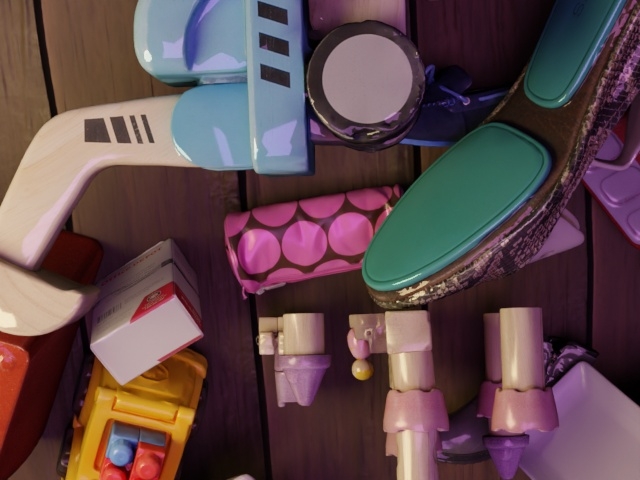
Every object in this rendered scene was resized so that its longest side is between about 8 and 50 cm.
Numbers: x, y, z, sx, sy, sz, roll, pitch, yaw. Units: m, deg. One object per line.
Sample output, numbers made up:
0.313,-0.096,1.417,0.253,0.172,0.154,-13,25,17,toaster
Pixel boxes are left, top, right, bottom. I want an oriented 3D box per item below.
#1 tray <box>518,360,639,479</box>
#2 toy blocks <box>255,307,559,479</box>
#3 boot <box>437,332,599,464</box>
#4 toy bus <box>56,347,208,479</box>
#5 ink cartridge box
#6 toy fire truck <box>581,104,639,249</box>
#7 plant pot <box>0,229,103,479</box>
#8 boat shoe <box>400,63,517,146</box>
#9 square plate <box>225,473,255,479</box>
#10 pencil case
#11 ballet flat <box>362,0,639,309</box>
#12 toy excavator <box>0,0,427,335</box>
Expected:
0.327,0.257,1.398,0.145,0.270,0.030,-44,132,-2,tray
0.085,0.207,1.347,0.309,0.288,0.260,-2,86,3,toy blocks
0.205,0.182,1.523,0.246,0.083,0.161,3,100,-9,boot
-0.215,0.245,1.424,0.149,0.211,0.220,14,110,-12,toy bus
-0.191,0.075,1.395,0.109,0.150,0.063,-32,114,7,ink cartridge box
0.447,-0.061,1.417,0.254,0.169,0.302,-29,112,32,toy fire truck
-0.404,0.122,1.346,0.267,0.236,0.267,18,108,-11,plant pot
0.141,-0.151,1.382,0.258,0.109,0.089,-3,104,-22,boat shoe
-0.158,0.444,1.546,0.347,0.049,0.344,-30,130,6,square plate
0.000,0.000,1.418,0.209,0.095,0.098,-12,76,1,pencil case
0.245,-0.101,1.294,0.182,0.164,0.483,30,98,-35,ballet flat
-0.123,-0.132,1.210,0.445,0.222,0.433,-1,92,4,toy excavator
